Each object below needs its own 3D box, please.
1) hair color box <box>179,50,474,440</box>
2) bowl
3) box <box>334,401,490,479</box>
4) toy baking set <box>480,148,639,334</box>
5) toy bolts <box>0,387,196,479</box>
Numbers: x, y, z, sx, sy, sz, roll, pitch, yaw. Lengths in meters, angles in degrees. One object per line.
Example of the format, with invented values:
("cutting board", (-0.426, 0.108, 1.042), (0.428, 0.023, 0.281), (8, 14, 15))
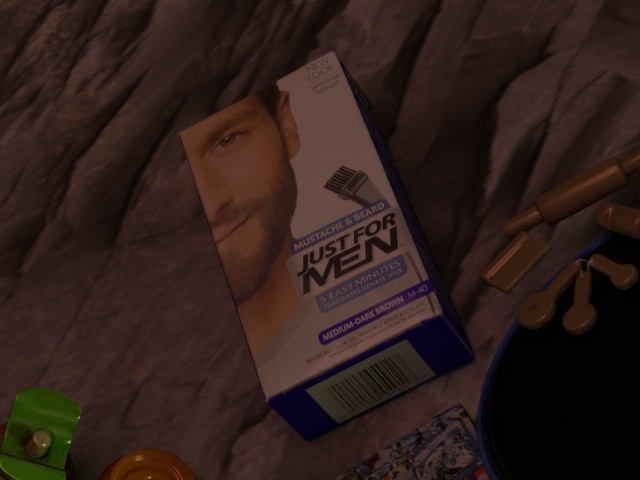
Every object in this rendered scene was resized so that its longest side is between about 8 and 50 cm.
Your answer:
("hair color box", (0.000, 0.000, 1.704), (0.185, 0.110, 0.339), (-27, 52, 9))
("bowl", (0.303, 0.107, 1.431), (0.391, 0.077, 0.391), (-27, 33, 19))
("box", (0.091, 0.219, 1.579), (0.137, 0.027, 0.094), (-32, 52, 4))
("toy baking set", (0.259, -0.005, 1.527), (0.256, 0.030, 0.197), (-31, 34, 13))
("toy bolts", (-0.243, 0.290, 1.657), (0.218, 0.158, 0.228), (21, 53, -10))
